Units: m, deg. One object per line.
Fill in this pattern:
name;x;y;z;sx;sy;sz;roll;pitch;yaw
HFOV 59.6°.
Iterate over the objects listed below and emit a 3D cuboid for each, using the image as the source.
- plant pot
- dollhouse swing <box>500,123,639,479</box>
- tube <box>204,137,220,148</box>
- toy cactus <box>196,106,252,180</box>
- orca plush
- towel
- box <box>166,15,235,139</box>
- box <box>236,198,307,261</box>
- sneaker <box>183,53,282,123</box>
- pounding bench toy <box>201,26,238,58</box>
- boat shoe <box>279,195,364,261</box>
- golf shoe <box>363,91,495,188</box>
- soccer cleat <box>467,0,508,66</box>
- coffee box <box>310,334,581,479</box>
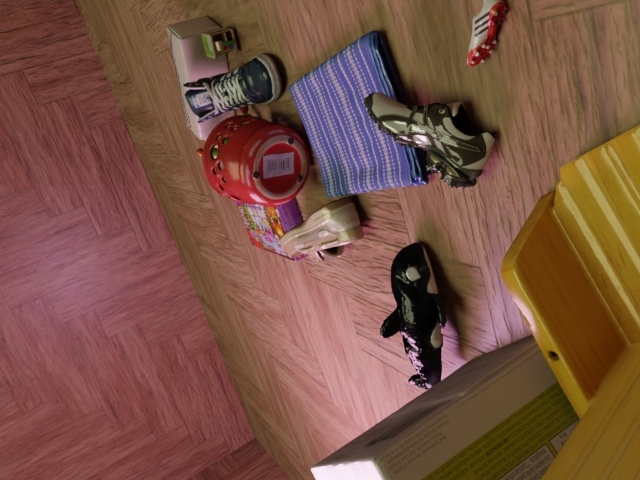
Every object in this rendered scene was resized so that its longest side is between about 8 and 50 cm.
plant pot;-0.131;-0.163;1.192;0.174;0.191;0.191;26;136;49
dollhouse swing;0.264;0.082;0.459;0.315;0.305;0.347;62;158;4
tube;-0.224;-0.247;1.474;0.240;0.062;0.070;31;174;43
toy cactus;-0.204;-0.200;1.342;0.219;0.112;0.180;-50;55;27
orca plush;0.147;0.150;0.984;0.151;0.102;0.287;-116;16;-57
towel;0.049;-0.194;0.966;0.336;0.040;0.243;0;113;65
box;-0.290;-0.397;1.386;0.094;0.113;0.275;46;150;38
box;-0.137;-0.066;1.467;0.293;0.057;0.201;15;126;61
sneaker;-0.197;-0.323;1.208;0.282;0.153;0.099;15;128;61
pounding bench toy;-0.213;-0.437;1.236;0.083;0.065;0.052;33;141;50
boat shoe;0.000;0.000;1.190;0.098;0.109;0.302;64;152;4
golf shoe;0.148;-0.158;0.754;0.198;0.077;0.094;42;119;20
soccer cleat;0.186;-0.241;0.643;0.035;0.029;0.083;61;155;31
coffee box;0.240;0.357;0.745;0.334;0.338;0.337;58;158;14
